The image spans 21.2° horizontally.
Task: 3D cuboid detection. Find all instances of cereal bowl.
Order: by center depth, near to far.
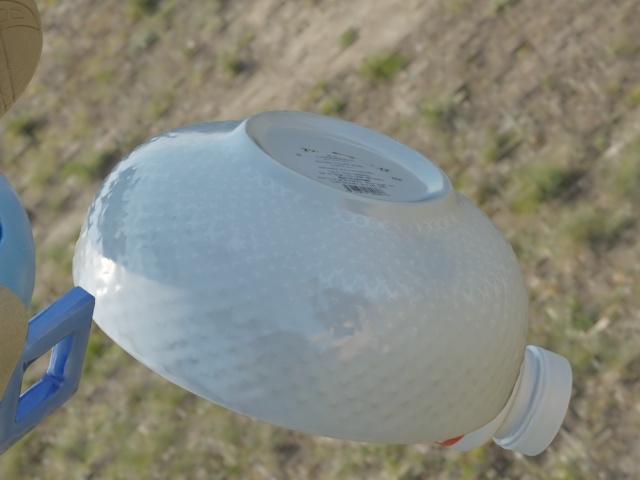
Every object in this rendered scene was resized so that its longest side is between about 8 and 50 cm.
[{"bbox_3d":[0.000,0.000,1.245,0.339,0.339,0.141,-113,38,-63],"label":"cereal bowl"}]

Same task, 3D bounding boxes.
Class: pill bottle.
[{"bbox_3d":[0.094,0.105,1.442,0.124,0.221,0.124,-160,90,-77],"label":"pill bottle"}]

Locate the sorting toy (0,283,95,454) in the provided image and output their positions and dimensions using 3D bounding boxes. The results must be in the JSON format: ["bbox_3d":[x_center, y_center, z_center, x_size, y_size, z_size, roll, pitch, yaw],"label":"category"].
[{"bbox_3d":[-0.182,0.127,0.639,0.347,0.047,0.196,-28,-35,-60],"label":"sorting toy"}]

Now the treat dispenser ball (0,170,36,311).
[{"bbox_3d":[-0.420,0.022,1.654,0.288,0.288,0.288,-33,27,20],"label":"treat dispenser ball"}]

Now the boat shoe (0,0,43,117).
[{"bbox_3d":[-0.317,-0.108,1.290,0.092,0.103,0.285,6,41,30],"label":"boat shoe"}]
